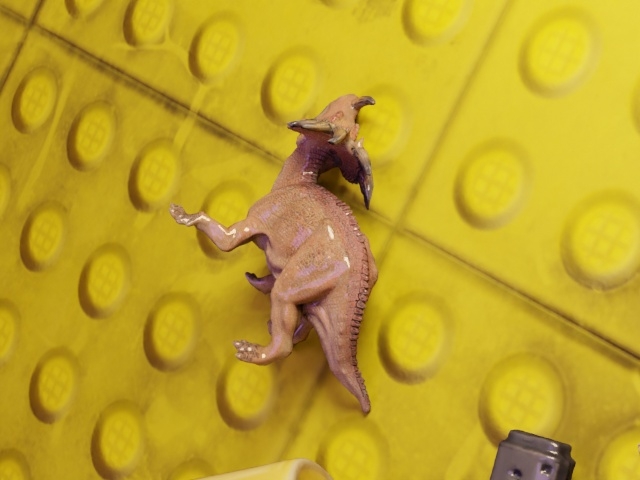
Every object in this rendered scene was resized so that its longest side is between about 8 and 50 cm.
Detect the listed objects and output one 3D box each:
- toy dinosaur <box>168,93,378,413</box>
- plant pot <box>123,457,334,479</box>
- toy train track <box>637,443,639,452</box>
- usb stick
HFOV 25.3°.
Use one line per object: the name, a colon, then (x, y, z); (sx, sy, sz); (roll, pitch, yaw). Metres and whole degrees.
toy dinosaur: (0.000, 0.000, 1.296); (0.200, 0.127, 0.295); (-35, 62, 19)
plant pot: (-0.088, 0.302, 1.201); (0.239, 0.254, 0.254); (-27, 59, 15)
toy train track: (0.260, 0.137, 1.099); (0.048, 0.014, 0.083); (-25, 61, 32)
usb stick: (0.139, 0.289, 1.127); (0.077, 0.045, 0.278); (8, 81, 60)
